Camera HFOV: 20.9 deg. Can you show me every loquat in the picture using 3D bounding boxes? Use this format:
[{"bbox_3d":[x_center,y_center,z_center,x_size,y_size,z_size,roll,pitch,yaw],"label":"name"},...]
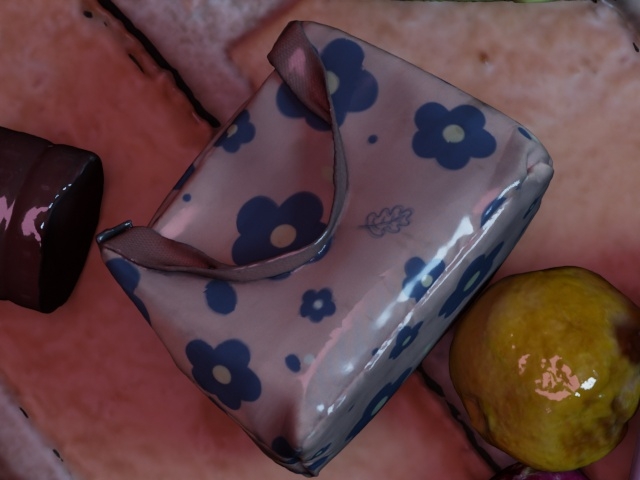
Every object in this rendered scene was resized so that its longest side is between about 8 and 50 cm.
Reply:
[{"bbox_3d":[0.150,0.078,1.114,0.137,0.113,0.137,4,51,-5],"label":"loquat"}]

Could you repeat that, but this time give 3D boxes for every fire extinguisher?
[{"bbox_3d":[-0.322,-0.052,1.151,0.337,0.135,0.114,16,80,7],"label":"fire extinguisher"}]

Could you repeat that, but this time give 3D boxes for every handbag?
[{"bbox_3d":[0.000,0.000,1.100,0.193,0.190,0.251,39,81,9],"label":"handbag"}]

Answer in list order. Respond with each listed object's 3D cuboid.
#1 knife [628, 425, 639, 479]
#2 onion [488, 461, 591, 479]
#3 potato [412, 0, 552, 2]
[{"bbox_3d":[0.214,0.197,1.105,0.038,0.132,0.399,14,91,39],"label":"knife"},{"bbox_3d":[0.144,0.194,1.115,0.107,0.097,0.107,2,82,-17],"label":"onion"},{"bbox_3d":[0.086,-0.233,1.135,0.298,0.141,0.176,25,96,6],"label":"potato"}]
